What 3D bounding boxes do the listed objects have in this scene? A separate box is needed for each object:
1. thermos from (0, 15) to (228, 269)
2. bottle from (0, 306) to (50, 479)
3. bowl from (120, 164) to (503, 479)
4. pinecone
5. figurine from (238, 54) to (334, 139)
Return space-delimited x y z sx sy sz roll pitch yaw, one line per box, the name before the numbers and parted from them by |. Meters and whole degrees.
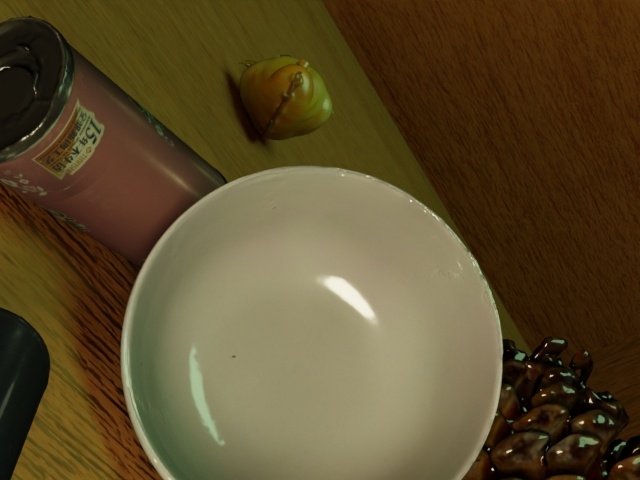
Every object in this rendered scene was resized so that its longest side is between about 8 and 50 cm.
thermos | -0.163 -0.044 0.824 0.330 0.136 0.110 42 53 -57
bottle | -0.185 0.125 0.459 0.072 0.082 0.244 14 26 -8
bowl | -0.013 0.096 0.803 0.144 0.286 0.287 122 -55 -72
pinecone | 0.180 0.213 0.858 0.224 0.224 0.273 52 11 -41
figurine | -0.052 -0.225 1.521 0.156 0.131 0.246 27 21 -4
